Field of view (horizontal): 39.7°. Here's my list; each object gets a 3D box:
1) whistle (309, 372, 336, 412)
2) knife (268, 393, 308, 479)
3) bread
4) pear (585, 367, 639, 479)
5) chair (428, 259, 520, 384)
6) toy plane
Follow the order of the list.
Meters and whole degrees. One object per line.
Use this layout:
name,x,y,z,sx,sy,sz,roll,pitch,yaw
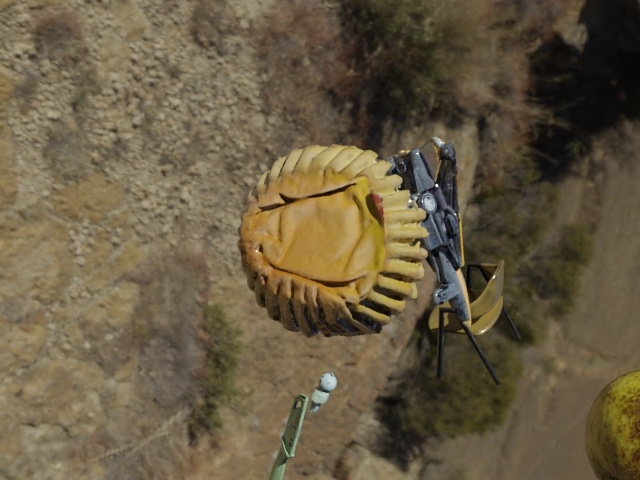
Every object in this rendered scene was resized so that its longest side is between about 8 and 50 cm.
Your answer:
whistle,0.003,0.293,1.711,0.035,0.035,0.100,-10,135,-50
knife,-0.063,0.387,1.630,0.019,0.043,0.293,-6,129,-30
bread,0.000,0.000,1.161,0.149,0.274,0.274,4,104,-64
pear,0.426,0.255,1.105,0.197,0.197,0.197,-28,129,-42
chair,0.315,0.151,1.830,0.159,0.172,0.247,-51,131,-43
toy plane,0.181,0.000,1.462,0.103,0.204,0.316,-15,90,-41
